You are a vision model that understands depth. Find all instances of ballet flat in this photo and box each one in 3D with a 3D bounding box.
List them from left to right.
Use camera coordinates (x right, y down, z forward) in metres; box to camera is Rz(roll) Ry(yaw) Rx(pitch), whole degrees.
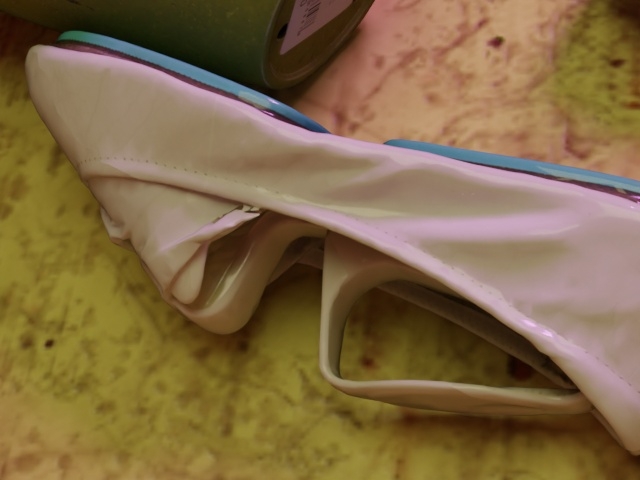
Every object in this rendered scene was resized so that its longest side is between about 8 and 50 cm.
[{"bbox_3d":[0.000,0.000,0.752,0.400,0.139,0.139,18,62,24],"label":"ballet flat"}]

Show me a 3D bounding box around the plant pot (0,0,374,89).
[{"bbox_3d":[-0.105,-0.215,0.862,0.293,0.275,0.275,36,70,14],"label":"plant pot"}]
